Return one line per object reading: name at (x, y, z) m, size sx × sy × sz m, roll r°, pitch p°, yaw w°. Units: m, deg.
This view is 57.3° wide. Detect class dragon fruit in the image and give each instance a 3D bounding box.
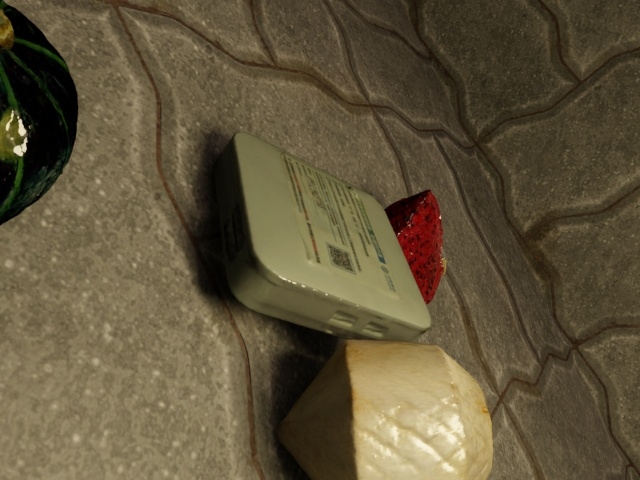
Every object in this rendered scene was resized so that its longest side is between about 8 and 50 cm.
dragon fruit at (0.178, 0.055, 1.389) m, size 0.317 × 0.152 × 0.205 m, roll -51°, pitch 120°, yaw -33°

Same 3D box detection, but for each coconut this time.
coconut at (0.091, 0.295, 0.923) m, size 0.329 × 0.329 × 0.329 m, roll 37°, pitch 38°, yaw -35°

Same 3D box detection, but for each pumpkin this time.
pumpkin at (-0.398, -0.149, 0.602) m, size 0.315 × 0.238 × 0.315 m, roll 36°, pitch 34°, yaw -30°

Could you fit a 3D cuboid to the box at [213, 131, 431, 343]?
box at (0.000, 0.001, 1.086) m, size 0.396 × 0.111 × 0.396 m, roll 23°, pitch 34°, yaw -31°
